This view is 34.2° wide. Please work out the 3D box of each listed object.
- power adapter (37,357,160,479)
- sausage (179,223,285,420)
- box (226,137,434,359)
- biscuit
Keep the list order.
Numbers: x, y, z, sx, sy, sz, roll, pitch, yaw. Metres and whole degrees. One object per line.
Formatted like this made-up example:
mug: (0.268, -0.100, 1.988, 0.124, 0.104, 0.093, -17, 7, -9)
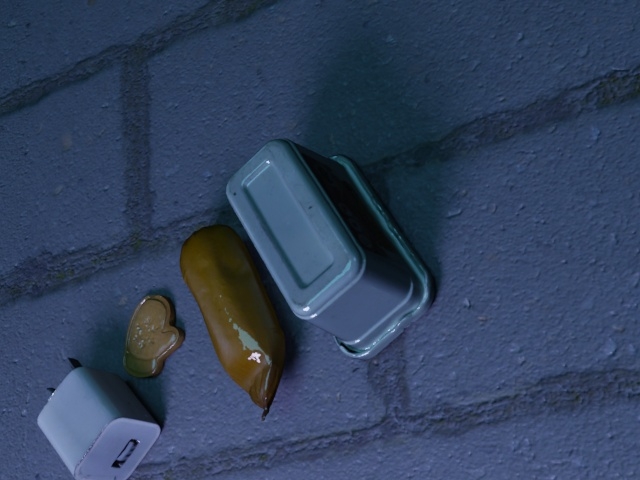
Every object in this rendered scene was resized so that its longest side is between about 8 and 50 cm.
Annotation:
power adapter: (-0.374, 0.275, 1.678, 0.130, 0.125, 0.205, -53, 53, 8)
sausage: (-0.121, 0.124, 1.575, 0.112, 0.112, 0.328, -37, 59, 18)
box: (0.000, 0.000, 1.486, 0.175, 0.182, 0.312, -42, 57, 15)
biscuit: (-0.275, 0.157, 1.715, 0.118, 0.023, 0.140, -3, 72, 33)
